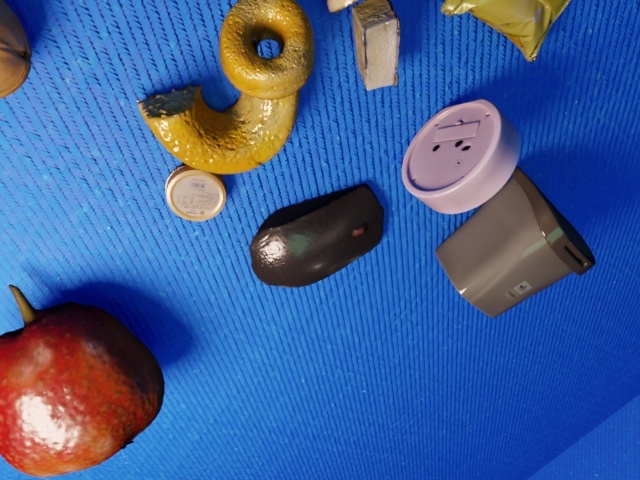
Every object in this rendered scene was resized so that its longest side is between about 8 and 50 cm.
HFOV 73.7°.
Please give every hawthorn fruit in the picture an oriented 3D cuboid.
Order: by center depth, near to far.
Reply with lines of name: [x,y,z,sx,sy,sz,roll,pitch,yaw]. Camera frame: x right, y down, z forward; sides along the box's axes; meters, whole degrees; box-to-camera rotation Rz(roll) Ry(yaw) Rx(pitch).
hawthorn fruit: [-0.470,0.240,0.788,0.285,0.284,0.368,-26,106,2]

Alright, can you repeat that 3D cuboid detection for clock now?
clock: [0.241,-0.147,0.753,0.068,0.196,0.197,30,111,-32]

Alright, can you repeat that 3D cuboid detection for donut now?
donut: [-0.075,-0.279,0.602,0.152,0.058,0.151,1,82,-5]
donut: [-0.139,-0.179,0.690,0.259,0.101,0.152,-19,133,-8]

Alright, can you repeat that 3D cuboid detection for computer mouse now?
computer mouse: [0.001,0.003,0.854,0.296,0.087,0.168,-22,124,-3]

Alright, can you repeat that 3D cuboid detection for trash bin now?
trash bin: [0.404,0.017,0.917,0.220,0.219,0.250,33,116,-30]

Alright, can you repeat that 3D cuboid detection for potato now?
potato: [0.087,-0.299,0.662,0.061,0.086,0.122,-13,149,1]

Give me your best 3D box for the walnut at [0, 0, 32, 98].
walnut: [-0.462,-0.243,0.505,0.197,0.165,0.165,12,120,-15]

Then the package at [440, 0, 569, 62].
package: [0.306,-0.398,0.667,0.226,0.090,0.168,13,116,-27]

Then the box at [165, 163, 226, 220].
box: [-0.220,-0.086,0.759,0.106,0.037,0.105,-8,125,-11]

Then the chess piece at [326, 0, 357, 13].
chess piece: [0.015,-0.426,0.575,0.090,0.090,0.200,-26,116,2]
